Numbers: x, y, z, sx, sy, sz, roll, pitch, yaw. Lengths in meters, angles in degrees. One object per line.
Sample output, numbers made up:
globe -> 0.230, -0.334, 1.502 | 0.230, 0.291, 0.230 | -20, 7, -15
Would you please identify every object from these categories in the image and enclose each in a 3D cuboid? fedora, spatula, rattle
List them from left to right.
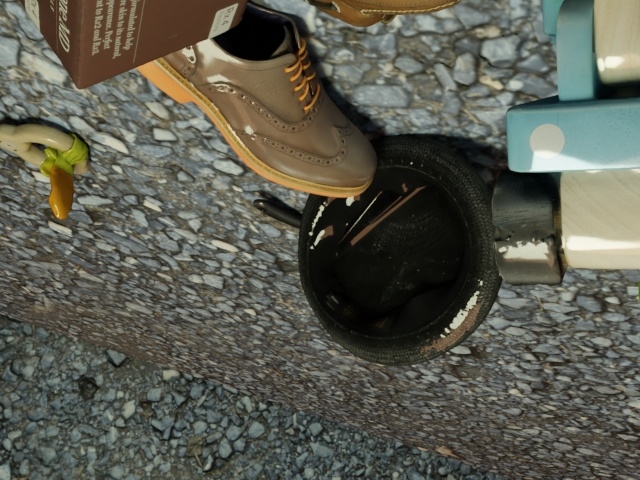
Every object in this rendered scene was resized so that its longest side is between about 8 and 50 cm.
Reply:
rattle -> -0.484, -0.118, 1.240 | 0.200, 0.142, 0.130 | 13, 174, -6
spatula -> 0.000, 0.000, 1.307 | 0.296, 0.030, 0.084 | 33, 152, -33
fedora -> 0.128, 0.011, 1.065 | 0.334, 0.333, 0.153 | -6, -179, 40

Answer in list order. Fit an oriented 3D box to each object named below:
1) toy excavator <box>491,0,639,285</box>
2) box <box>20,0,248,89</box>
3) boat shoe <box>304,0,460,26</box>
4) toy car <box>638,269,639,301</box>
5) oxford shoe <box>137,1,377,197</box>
toy excavator -> 0.242, -0.177, 0.606 | 0.223, 0.444, 0.433 | -1, -169, 30
box -> -0.164, -0.266, 0.599 | 0.203, 0.167, 0.168 | 56, 153, 7
boat shoe -> 0.039, -0.231, 0.617 | 0.104, 0.110, 0.307 | 42, -179, -40
toy car -> 0.463, -0.013, 0.873 | 0.149, 0.155, 0.188 | 20, 145, -7
oxford shoe -> -0.051, -0.169, 0.883 | 0.364, 0.129, 0.133 | 32, 145, -30
